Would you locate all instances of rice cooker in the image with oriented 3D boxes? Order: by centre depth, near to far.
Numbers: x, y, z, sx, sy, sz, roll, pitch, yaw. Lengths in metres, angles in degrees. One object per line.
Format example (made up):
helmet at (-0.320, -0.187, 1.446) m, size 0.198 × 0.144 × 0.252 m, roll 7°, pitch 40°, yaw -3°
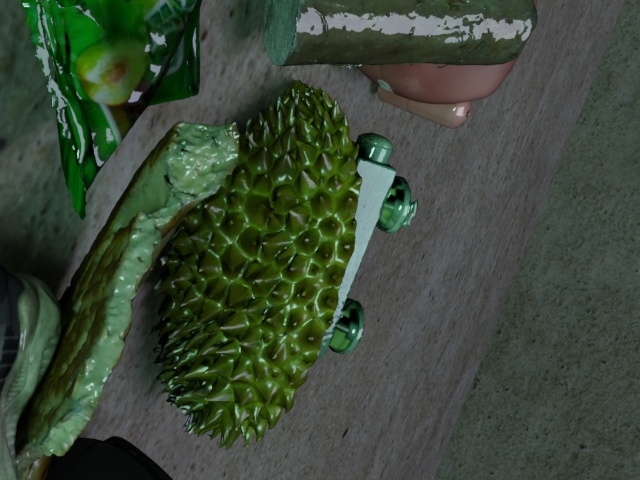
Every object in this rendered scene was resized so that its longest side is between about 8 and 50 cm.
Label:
rice cooker at (-0.200, 0.239, 0.759) m, size 0.203 × 0.142 × 0.118 m, roll -31°, pitch 154°, yaw -56°

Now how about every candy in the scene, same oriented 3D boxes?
candy at (-0.122, -0.127, 0.612) m, size 0.203 × 0.078 × 0.141 m, roll -58°, pitch 173°, yaw -51°

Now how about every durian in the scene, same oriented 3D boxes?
durian at (-0.049, 0.028, 0.874) m, size 0.169 × 0.158 × 0.351 m, roll -17°, pitch 127°, yaw -79°

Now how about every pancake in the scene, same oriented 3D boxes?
pancake at (-0.155, 0.083, 0.637) m, size 0.376 × 0.054 × 0.197 m, roll -61°, pitch -161°, yaw 7°

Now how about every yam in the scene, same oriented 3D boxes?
yam at (0.073, -0.195, 0.832) m, size 0.259 × 0.093 × 0.093 m, roll -5°, pitch 125°, yaw -29°

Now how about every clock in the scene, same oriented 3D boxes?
clock at (0.130, -0.253, 0.994) m, size 0.227 × 0.142 × 0.241 m, roll -64°, pitch 156°, yaw -2°

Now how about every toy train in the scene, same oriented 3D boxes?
toy train at (0.000, 0.000, 0.990) m, size 0.105 × 0.157 × 0.253 m, roll 13°, pitch 105°, yaw -26°

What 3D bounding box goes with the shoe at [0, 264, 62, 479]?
shoe at (-0.223, 0.089, 0.538) m, size 0.112 × 0.099 × 0.227 m, roll 67°, pitch 21°, yaw -43°
